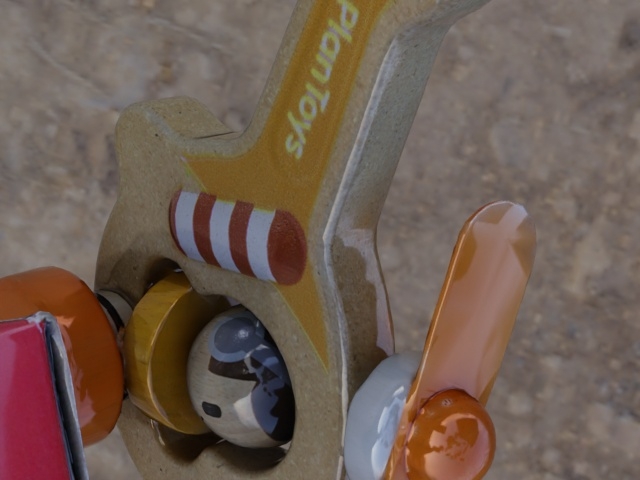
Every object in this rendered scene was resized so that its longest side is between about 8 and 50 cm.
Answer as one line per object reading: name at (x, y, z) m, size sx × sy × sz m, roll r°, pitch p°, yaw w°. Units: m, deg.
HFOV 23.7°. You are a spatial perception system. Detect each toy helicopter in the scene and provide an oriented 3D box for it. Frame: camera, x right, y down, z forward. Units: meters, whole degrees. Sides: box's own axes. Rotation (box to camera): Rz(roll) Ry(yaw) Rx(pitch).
toy helicopter at (0.000, 0.000, 0.594) m, size 0.140 × 0.235 × 0.355 m, roll -15°, pitch 139°, yaw -40°

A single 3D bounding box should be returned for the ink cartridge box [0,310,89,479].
ink cartridge box at (-0.212, 0.104, 0.341) m, size 0.309 × 0.272 × 0.130 m, roll -5°, pitch 78°, yaw -39°
